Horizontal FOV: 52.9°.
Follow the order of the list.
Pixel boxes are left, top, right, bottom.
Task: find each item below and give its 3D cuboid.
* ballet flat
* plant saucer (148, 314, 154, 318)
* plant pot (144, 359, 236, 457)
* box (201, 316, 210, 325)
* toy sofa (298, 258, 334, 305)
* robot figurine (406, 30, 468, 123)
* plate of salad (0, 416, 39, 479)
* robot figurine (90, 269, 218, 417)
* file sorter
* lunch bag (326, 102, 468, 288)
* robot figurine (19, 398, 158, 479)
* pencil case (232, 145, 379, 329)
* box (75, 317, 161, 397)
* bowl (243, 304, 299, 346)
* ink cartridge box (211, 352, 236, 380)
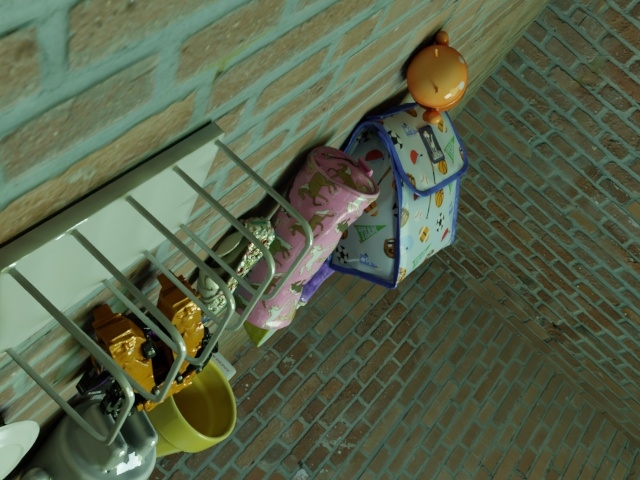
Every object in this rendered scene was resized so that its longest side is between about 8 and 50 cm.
[{"bbox_3d":[-0.180,0.046,1.202,0.077,0.091,0.241,17,116,-50],"label":"ballet flat"},{"bbox_3d":[-0.324,0.193,1.238,0.188,0.045,0.188,-47,175,8],"label":"plant saucer"},{"bbox_3d":[-0.385,0.440,1.645,0.239,0.254,0.254,-34,179,19],"label":"plant pot"},{"bbox_3d":[-0.240,0.128,1.462,0.225,0.036,0.136,-50,174,14],"label":"box"},{"bbox_3d":[0.000,0.000,1.659,0.150,0.177,0.362,-51,173,33],"label":"toy sofa"},{"bbox_3d":[0.246,-0.335,1.349,0.158,0.128,0.219,-48,175,12],"label":"robot figurine"},{"bbox_3d":[-0.478,0.307,0.868,0.200,0.048,0.200,-41,164,-15],"label":"plate of salad"},{"bbox_3d":[-0.258,0.171,0.999,0.211,0.085,0.291,-29,156,-27],"label":"robot figurine"},{"bbox_3d":[-0.171,0.047,0.675,0.278,0.173,0.193,-42,172,-40],"label":"file sorter"},{"bbox_3d":[0.192,-0.128,1.537,0.328,0.239,0.385,-29,127,-50],"label":"lunch bag"},{"bbox_3d":[-0.459,0.452,1.259,0.300,0.199,0.353,4,133,-53],"label":"robot figurine"},{"bbox_3d":[-0.039,-0.001,1.275,0.386,0.160,0.167,-57,-168,28],"label":"pencil case"},{"bbox_3d":[-0.324,0.195,1.087,0.162,0.029,0.116,-51,152,19],"label":"box"},{"bbox_3d":[-0.128,0.138,1.773,0.289,0.156,0.289,-47,175,-6],"label":"bowl"},{"bbox_3d":[-0.368,0.402,1.869,0.087,0.153,0.208,-50,173,34],"label":"ink cartridge box"}]
